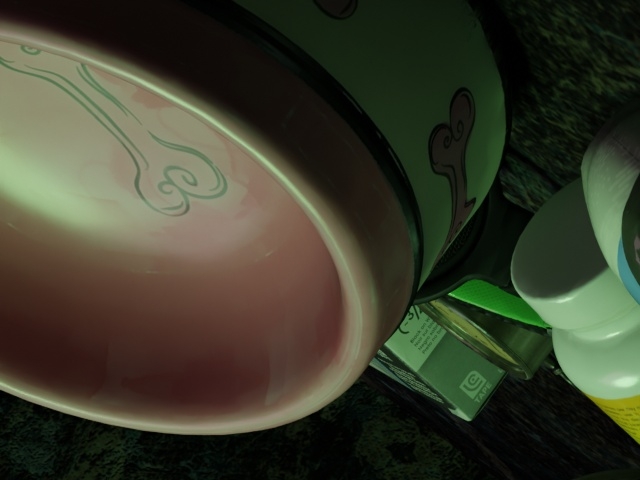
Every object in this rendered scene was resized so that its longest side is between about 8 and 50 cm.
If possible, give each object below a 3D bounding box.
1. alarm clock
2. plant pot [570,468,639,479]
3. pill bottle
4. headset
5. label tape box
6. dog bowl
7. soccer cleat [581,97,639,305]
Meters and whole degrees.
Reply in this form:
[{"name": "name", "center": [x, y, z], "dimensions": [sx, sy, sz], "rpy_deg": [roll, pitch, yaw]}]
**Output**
[{"name": "alarm clock", "center": [0.148, 0.065, 1.544], "dimensions": [0.192, 0.064, 0.129], "rpy_deg": [41, 172, -4]}, {"name": "plant pot", "center": [0.300, 0.315, 1.554], "dimensions": [0.334, 0.334, 0.305], "rpy_deg": [37, 161, 9]}, {"name": "pill bottle", "center": [0.199, 0.056, 1.029], "dimensions": [0.208, 0.117, 0.117], "rpy_deg": [42, 172, -28]}, {"name": "headset", "center": [0.034, -0.052, 1.262], "dimensions": [0.394, 0.185, 0.243], "rpy_deg": [24, 174, -21]}, {"name": "label tape box", "center": [0.000, 0.000, 1.696], "dimensions": [0.334, 0.106, 0.241], "rpy_deg": [42, 171, -33]}, {"name": "dog bowl", "center": [-0.114, -0.050, 1.006], "dimensions": [0.408, 0.150, 0.408], "rpy_deg": [14, 145, 10]}, {"name": "soccer cleat", "center": [0.248, 0.049, 0.865], "dimensions": [0.331, 0.116, 0.143], "rpy_deg": [42, -172, -17]}]
